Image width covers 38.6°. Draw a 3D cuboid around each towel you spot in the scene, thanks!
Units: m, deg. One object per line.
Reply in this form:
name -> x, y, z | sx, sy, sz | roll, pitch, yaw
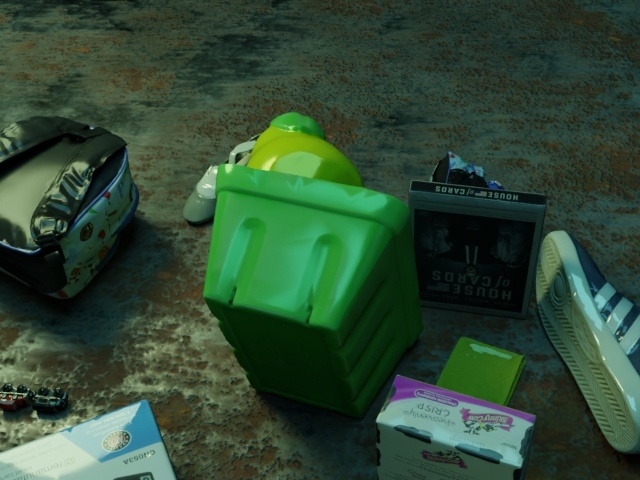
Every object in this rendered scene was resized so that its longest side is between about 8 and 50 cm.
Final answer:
towel -> 0.190, 0.227, 1.221 | 0.102, 0.021, 0.237 | 19, 50, 21

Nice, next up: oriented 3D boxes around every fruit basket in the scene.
fruit basket -> 0.000, 0.000, 1.217 | 0.283, 0.392, 0.392 | 13, 48, 16

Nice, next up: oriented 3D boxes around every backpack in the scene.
backpack -> 0.216, -0.046, 1.404 | 0.117, 0.158, 0.173 | 10, 35, 3
backpack -> -0.415, -0.059, 1.419 | 0.276, 0.213, 0.263 | 26, 61, 19

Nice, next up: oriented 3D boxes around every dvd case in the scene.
dvd case -> 0.211, 0.018, 1.272 | 0.179, 0.239, 0.029 | 7, 48, 11

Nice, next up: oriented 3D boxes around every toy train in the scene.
toy train -> -0.430, 0.220, 1.272 | 0.158, 0.027, 0.036 | 4, 57, 7

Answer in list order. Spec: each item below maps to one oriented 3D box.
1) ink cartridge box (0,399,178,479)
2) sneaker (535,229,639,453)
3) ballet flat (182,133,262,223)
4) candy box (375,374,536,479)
ink cartridge box -> -0.250, 0.367, 1.039 | 0.223, 0.129, 0.307 | -18, 47, -14
sneaker -> 0.411, 0.126, 1.242 | 0.148, 0.131, 0.350 | -6, 51, -11
ballet flat -> -0.159, -0.113, 1.549 | 0.072, 0.068, 0.213 | 28, 54, 28
candy box -> 0.148, 0.266, 1.035 | 0.159, 0.233, 0.071 | 15, 49, 17
